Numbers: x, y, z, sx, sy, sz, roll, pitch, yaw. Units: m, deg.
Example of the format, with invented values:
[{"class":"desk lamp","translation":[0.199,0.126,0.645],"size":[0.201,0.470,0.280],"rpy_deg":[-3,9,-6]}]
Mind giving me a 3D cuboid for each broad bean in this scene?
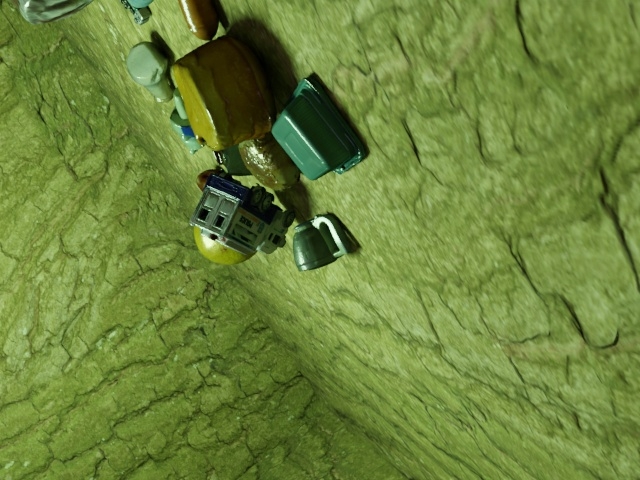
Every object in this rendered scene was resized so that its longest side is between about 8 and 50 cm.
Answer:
[{"class":"broad bean","translation":[-0.329,-0.170,2.116],"size":[0.114,0.084,0.165],"rpy_deg":[46,171,8]}]

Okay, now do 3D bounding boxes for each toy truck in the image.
[{"class":"toy truck","translation":[-0.431,-0.550,1.598],"size":[0.083,0.039,0.044],"rpy_deg":[57,152,-12]},{"class":"toy truck","translation":[-0.173,-0.047,1.586],"size":[0.124,0.155,0.268],"rpy_deg":[23,174,25]}]

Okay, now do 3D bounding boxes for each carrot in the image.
[{"class":"carrot","translation":[-0.219,-0.442,1.139],"size":[0.271,0.062,0.066],"rpy_deg":[81,-178,-56]}]

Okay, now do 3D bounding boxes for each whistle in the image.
[{"class":"whistle","translation":[-0.329,-0.307,1.747],"size":[0.092,0.110,0.244],"rpy_deg":[17,157,10]}]

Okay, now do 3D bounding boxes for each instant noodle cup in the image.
[{"class":"instant noodle cup","translation":[-0.013,-0.168,1.113],"size":[0.157,0.070,0.179],"rpy_deg":[52,165,-4]}]

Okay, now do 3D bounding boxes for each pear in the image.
[{"class":"pear","translation":[-0.256,-0.028,1.973],"size":[0.209,0.209,0.209],"rpy_deg":[49,166,17]}]

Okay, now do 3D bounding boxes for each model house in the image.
[{"class":"model house","translation":[-0.193,-0.225,1.518],"size":[0.152,0.106,0.165],"rpy_deg":[44,151,53]}]

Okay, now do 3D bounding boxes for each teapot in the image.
[{"class":"teapot","translation":[-0.010,0.004,1.453],"size":[0.149,0.111,0.108],"rpy_deg":[176,72,-80]}]

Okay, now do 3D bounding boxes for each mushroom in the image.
[{"class":"mushroom","translation":[-0.441,-0.443,1.793],"size":[0.118,0.103,0.270],"rpy_deg":[59,177,0]}]

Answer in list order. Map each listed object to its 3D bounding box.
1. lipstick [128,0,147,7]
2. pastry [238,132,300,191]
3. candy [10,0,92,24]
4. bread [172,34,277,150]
[{"class":"lipstick","translation":[-0.378,-0.522,1.435],"size":[0.061,0.068,0.274],"rpy_deg":[51,175,-22]},{"class":"pastry","translation":[-0.103,-0.168,1.377],"size":[0.153,0.081,0.153],"rpy_deg":[49,162,22]},{"class":"candy","translation":[-0.452,-0.517,1.235],"size":[0.157,0.289,0.214],"rpy_deg":[48,171,-10]},{"class":"bread","translation":[-0.170,-0.263,1.228],"size":[0.195,0.142,0.269],"rpy_deg":[69,166,-15]}]
